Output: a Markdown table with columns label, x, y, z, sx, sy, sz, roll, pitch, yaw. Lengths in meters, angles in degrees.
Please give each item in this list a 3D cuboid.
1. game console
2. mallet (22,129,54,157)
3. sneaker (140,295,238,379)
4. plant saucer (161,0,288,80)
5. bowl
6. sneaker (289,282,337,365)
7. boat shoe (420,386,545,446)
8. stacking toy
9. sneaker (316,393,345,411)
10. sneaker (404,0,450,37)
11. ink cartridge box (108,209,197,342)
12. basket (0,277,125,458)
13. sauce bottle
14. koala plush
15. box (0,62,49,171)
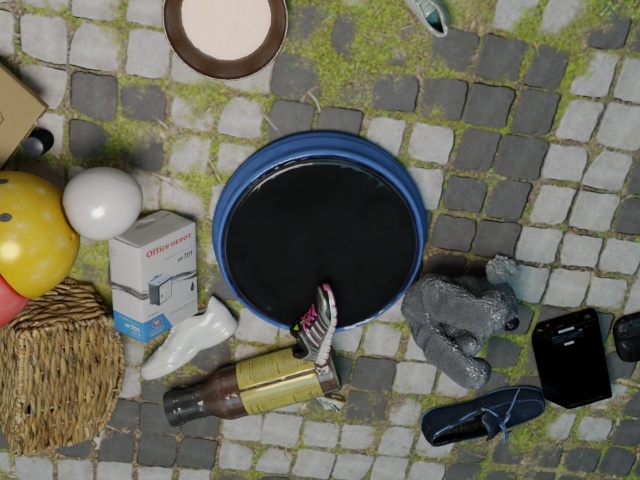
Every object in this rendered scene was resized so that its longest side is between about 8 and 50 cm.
| label | x | y | z | sx | sy | sz | roll | pitch | yaw |
| --- | --- | --- | --- | --- | --- | --- | --- | --- | --- |
| game console | 0.612 | 0.213 | 1.650 | 0.361 | 0.044 | 0.213 | -16 | 119 | 5 |
| mallet | -0.511 | -0.216 | 1.345 | 0.039 | 0.062 | 0.189 | -32 | 114 | 11 |
| sneaker | -0.265 | 0.180 | 1.567 | 0.212 | 0.080 | 0.094 | -33 | 103 | 5 |
| plant saucer | -0.151 | -0.355 | 1.311 | 0.199 | 0.036 | 0.198 | -1 | 118 | -2 |
| bowl | 0.000 | 0.000 | 1.481 | 0.391 | 0.077 | 0.391 | -1 | 118 | -3 |
| sneaker | -0.016 | 0.153 | 1.479 | 0.075 | 0.063 | 0.170 | 2 | 122 | -12 |
| boat shoe | 0.339 | 0.378 | 1.689 | 0.258 | 0.089 | 0.109 | -19 | 117 | 6 |
| stacking toy | -0.512 | -0.006 | 1.315 | 0.480 | 0.350 | 0.350 | -23 | 116 | 1 |
| sneaker | 0.009 | 0.326 | 1.674 | 0.083 | 0.032 | 0.037 | 24 | 113 | -14 |
| sneaker | 0.160 | -0.385 | 1.302 | 0.054 | 0.061 | 0.152 | -36 | 112 | 16 |
| ink cartridge box | -0.292 | 0.062 | 1.452 | 0.082 | 0.140 | 0.190 | 22 | 123 | 30 |
| basket | -0.504 | 0.212 | 1.550 | 0.213 | 0.223 | 0.299 | -9 | 123 | -37 |
| sauce bottle | -0.134 | 0.282 | 1.600 | 0.344 | 0.111 | 0.111 | -14 | 117 | 5 |
| koala plush | 0.283 | 0.125 | 1.511 | 0.221 | 0.203 | 0.196 | -21 | 131 | -43 |
| box | -0.557 | -0.223 | 1.326 | 0.201 | 0.021 | 0.164 | 42 | 112 | -4 |
